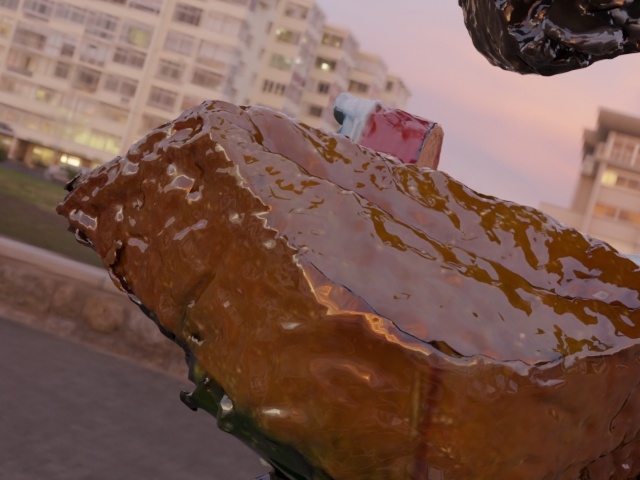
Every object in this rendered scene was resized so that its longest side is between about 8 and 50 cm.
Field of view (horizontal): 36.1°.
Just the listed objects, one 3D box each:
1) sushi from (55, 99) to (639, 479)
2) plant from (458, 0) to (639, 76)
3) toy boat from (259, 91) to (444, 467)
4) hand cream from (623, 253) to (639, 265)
[{"bbox_3d":[0.020,0.050,0.386,0.287,0.149,0.140,18,-44,-6],"label":"sushi"},{"bbox_3d":[0.257,-0.273,1.022,0.199,0.188,0.276,-17,8,-9],"label":"plant"},{"bbox_3d":[0.000,0.000,0.730,0.133,0.332,0.145,10,-43,15],"label":"toy boat"},{"bbox_3d":[0.227,0.036,0.797,0.205,0.078,0.050,5,37,-42],"label":"hand cream"}]
